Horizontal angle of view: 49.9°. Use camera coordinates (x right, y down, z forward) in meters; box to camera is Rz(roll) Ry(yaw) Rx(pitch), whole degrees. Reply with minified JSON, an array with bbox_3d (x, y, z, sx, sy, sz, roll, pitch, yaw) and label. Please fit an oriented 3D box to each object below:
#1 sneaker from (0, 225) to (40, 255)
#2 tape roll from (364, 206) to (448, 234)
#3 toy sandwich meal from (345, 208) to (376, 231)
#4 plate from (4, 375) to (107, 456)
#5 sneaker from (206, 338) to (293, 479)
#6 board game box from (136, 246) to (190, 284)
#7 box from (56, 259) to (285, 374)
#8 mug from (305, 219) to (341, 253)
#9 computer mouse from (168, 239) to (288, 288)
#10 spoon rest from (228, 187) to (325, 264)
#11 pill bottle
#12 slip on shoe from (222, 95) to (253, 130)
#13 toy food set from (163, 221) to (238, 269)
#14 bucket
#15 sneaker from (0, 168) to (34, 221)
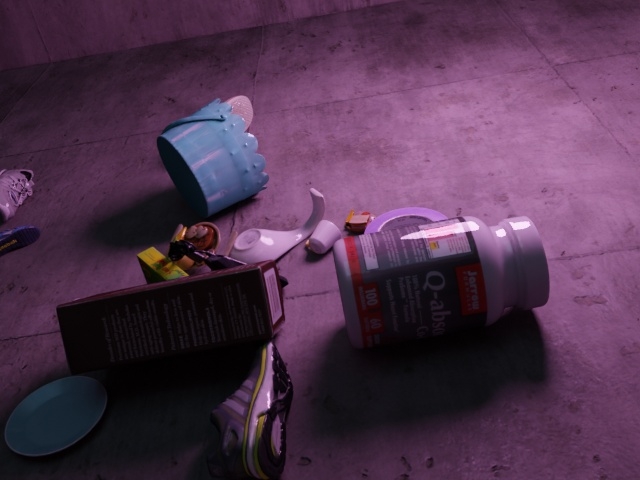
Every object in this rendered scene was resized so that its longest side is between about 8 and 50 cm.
[{"bbox_3d":[-0.819,-0.007,1.825,0.144,0.053,0.059,-24,34,-20],"label":"sneaker"},{"bbox_3d":[0.191,0.012,1.479,0.189,0.080,0.189,-8,34,6],"label":"tape roll"},{"bbox_3d":[0.094,-0.050,1.641,0.085,0.029,0.085,-8,34,5],"label":"toy sandwich meal"},{"bbox_3d":[-0.482,0.326,1.266,0.188,0.024,0.188,-8,33,6],"label":"plate"},{"bbox_3d":[-0.122,0.275,1.166,0.121,0.111,0.300,-14,28,12],"label":"sneaker"},{"bbox_3d":[-0.331,0.092,1.502,0.043,0.092,0.181,-30,38,-28],"label":"board game box"},{"bbox_3d":[-0.270,0.140,1.300,0.381,0.143,0.191,-9,1,5],"label":"box"},{"bbox_3d":[0.003,0.001,1.582,0.062,0.078,0.064,35,58,7],"label":"mug"},{"bbox_3d":[-0.209,0.068,1.475,0.184,0.262,0.060,-3,67,65],"label":"computer mouse"},{"bbox_3d":[-0.101,-0.010,1.616,0.276,0.084,0.137,-35,38,-11],"label":"spoon rest"},{"bbox_3d":[0.215,0.069,1.270,0.362,0.210,0.210,-11,34,1],"label":"pill bottle"},{"bbox_3d":[-0.327,-0.353,2.137,0.101,0.123,0.331,11,44,35],"label":"slip on shoe"},{"bbox_3d":[-0.292,0.011,1.602,0.192,0.038,0.132,6,64,31],"label":"toy food set"},{"bbox_3d":[-0.283,-0.206,1.776,0.183,0.281,0.281,-33,39,-21],"label":"bucket"},{"bbox_3d":[-0.901,-0.153,2.014,0.115,0.105,0.281,-18,34,-10],"label":"sneaker"}]
